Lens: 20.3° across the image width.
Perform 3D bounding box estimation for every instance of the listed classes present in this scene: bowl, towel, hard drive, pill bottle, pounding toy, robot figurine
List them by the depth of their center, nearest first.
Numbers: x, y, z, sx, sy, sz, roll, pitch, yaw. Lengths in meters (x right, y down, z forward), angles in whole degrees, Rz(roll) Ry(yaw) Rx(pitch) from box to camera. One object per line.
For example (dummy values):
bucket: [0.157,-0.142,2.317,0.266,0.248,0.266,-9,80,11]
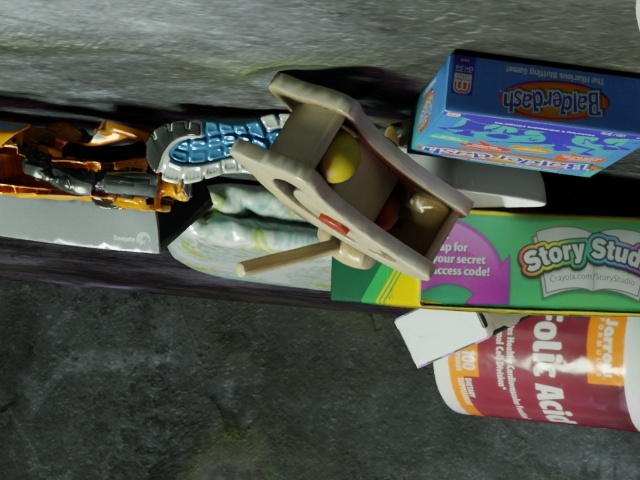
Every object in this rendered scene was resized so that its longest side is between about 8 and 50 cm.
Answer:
pounding toy: [0.019,-0.012,1.490,0.154,0.155,0.269,27,172,27]
bowl: [0.123,-0.062,1.650,0.142,0.053,0.142,8,174,-40]
robot figurine: [-0.264,-0.079,1.721,0.291,0.085,0.211,6,-178,8]
hard drive: [-0.259,-0.047,1.899,0.254,0.054,0.172,7,-158,17]
towel: [0.000,0.000,2.188,0.374,0.090,0.320,7,170,-7]
pill bottle: [0.369,0.141,2.401,0.392,0.224,0.224,3,172,28]

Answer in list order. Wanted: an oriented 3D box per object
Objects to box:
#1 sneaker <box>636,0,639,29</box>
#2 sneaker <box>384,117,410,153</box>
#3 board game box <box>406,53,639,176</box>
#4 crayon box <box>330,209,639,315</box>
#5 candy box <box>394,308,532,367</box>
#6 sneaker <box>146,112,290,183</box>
sneaker: [0.307,-0.094,1.025,0.321,0.127,0.126,39,151,-28]
sneaker: [0.081,-0.087,1.592,0.037,0.032,0.083,9,173,-19]
board game box: [0.160,-0.094,1.396,0.160,0.047,0.210,7,174,-3]
crayon box: [0.225,0.026,1.859,0.363,0.106,0.313,2,180,-15]
candy box: [0.215,0.070,2.136,0.196,0.070,0.165,-23,176,-32]
sneaker: [-0.058,-0.089,1.640,0.190,0.071,0.083,5,-167,9]
